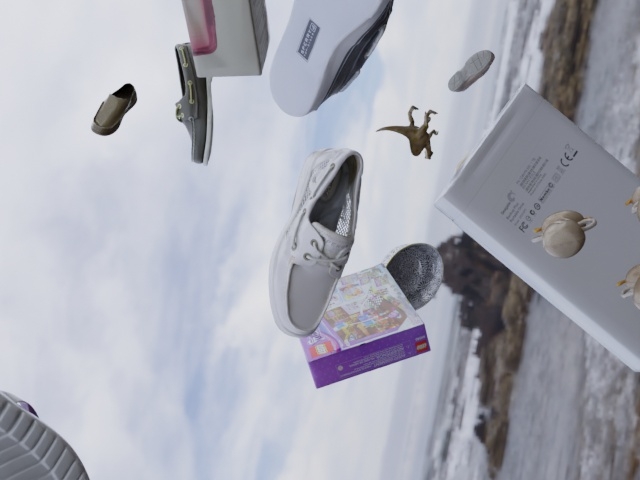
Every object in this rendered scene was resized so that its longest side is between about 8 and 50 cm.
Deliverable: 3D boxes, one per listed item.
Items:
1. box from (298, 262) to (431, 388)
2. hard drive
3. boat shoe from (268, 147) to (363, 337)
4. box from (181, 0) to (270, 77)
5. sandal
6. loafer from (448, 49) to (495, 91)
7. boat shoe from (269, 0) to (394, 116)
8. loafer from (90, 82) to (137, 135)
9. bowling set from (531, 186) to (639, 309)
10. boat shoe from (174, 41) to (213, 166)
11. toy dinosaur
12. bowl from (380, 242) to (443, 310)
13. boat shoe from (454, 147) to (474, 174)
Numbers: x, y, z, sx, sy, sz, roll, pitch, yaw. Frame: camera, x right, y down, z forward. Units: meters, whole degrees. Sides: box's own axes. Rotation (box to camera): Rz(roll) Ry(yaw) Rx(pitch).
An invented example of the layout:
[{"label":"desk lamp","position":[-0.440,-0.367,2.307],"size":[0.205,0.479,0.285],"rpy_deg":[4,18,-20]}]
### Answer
[{"label":"box","position":[0.056,0.142,1.576],"size":[0.293,0.201,0.057],"rpy_deg":[-117,10,-69]},{"label":"hard drive","position":[0.352,-0.022,1.214],"size":[0.233,0.353,0.047],"rpy_deg":[-52,2,-25]},{"label":"boat shoe","position":[0.000,0.000,1.246],"size":[0.096,0.098,0.277],"rpy_deg":[-2,75,61]},{"label":"box","position":[-0.173,-0.433,1.627],"size":[0.148,0.127,0.232],"rpy_deg":[-83,-10,-48]},{"label":"sandal","position":[-0.518,0.324,1.447],"size":[0.169,0.416,0.102],"rpy_deg":[-40,12,-4]},{"label":"loafer","position":[0.319,-0.352,1.861],"size":[0.125,0.039,0.045],"rpy_deg":[-38,57,42]},{"label":"boat shoe","position":[0.035,-0.268,1.058],"size":[0.102,0.108,0.301],"rpy_deg":[-31,-19,-38]},{"label":"loafer","position":[-0.421,-0.271,1.819],"size":[0.050,0.056,0.148],"rpy_deg":[106,-175,-50]},{"label":"bowling set","position":[0.388,0.022,0.961],"size":[0.154,0.287,0.199],"rpy_deg":[-36,-72,-72]},{"label":"boat shoe","position":[-0.300,-0.324,2.117],"size":[0.109,0.091,0.305],"rpy_deg":[138,131,-74]},{"label":"toy dinosaur","position":[0.187,-0.212,1.736],"size":[0.183,0.053,0.092],"rpy_deg":[23,-98,-49]},{"label":"bowl","position":[0.191,0.072,2.044],"size":[0.080,0.170,0.170],"rpy_deg":[35,123,56]},{"label":"boat shoe","position":[0.299,-0.133,1.490],"size":[0.063,0.170,0.059],"rpy_deg":[46,-149,-25]}]
